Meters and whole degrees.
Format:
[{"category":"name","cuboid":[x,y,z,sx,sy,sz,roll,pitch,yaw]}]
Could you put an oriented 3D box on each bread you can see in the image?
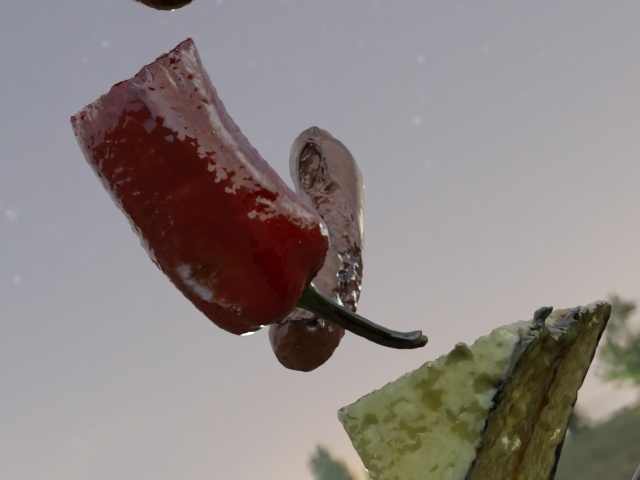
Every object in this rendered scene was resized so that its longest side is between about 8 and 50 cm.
[{"category":"bread","cuboid":[0.116,0.122,1.203,0.142,0.178,0.266,7,4,26]}]

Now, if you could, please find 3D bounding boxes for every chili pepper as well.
[{"category":"chili pepper","cuboid":[-0.065,0.005,1.413,0.134,0.338,0.131,-33,10,21]}]

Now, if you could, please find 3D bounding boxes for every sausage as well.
[{"category":"sausage","cuboid":[0.002,0.001,1.668,0.079,0.087,0.326,-56,17,36]}]

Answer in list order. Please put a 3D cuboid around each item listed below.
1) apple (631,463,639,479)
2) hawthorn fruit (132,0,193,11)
[{"category":"apple","cuboid":[0.371,0.234,1.156,0.345,0.345,0.269,-29,-51,17]},{"category":"hawthorn fruit","cuboid":[-0.137,-0.252,1.432,0.128,0.128,0.128,-26,-9,-4]}]
